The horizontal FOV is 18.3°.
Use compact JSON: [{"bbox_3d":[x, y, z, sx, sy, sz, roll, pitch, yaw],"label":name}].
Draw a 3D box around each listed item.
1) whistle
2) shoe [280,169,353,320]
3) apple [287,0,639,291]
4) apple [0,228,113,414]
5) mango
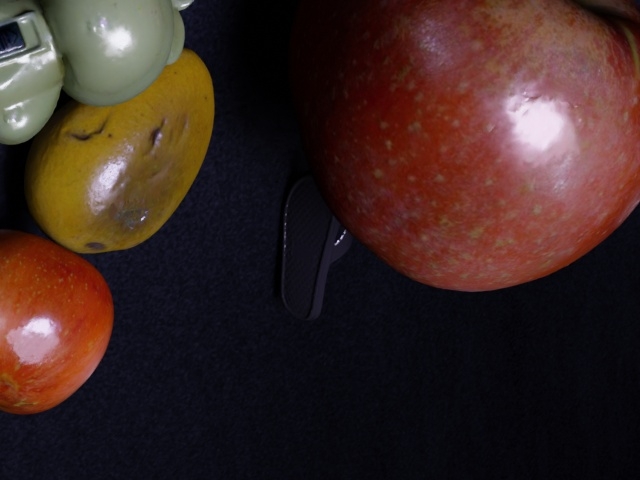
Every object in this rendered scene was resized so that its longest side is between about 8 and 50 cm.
[{"bbox_3d":[-0.237,-0.144,1.525,0.294,0.141,0.141,-20,132,-2],"label":"whistle"},{"bbox_3d":[0.000,0.000,1.838,0.053,0.062,0.159,-20,130,-43],"label":"shoe"},{"bbox_3d":[0.127,-0.123,1.650,0.348,0.348,0.277,19,125,-44],"label":"apple"},{"bbox_3d":[-0.247,0.062,1.616,0.139,0.163,0.163,-51,137,-10],"label":"apple"},{"bbox_3d":[-0.160,-0.076,1.631,0.195,0.098,0.137,-54,132,-2],"label":"mango"}]
